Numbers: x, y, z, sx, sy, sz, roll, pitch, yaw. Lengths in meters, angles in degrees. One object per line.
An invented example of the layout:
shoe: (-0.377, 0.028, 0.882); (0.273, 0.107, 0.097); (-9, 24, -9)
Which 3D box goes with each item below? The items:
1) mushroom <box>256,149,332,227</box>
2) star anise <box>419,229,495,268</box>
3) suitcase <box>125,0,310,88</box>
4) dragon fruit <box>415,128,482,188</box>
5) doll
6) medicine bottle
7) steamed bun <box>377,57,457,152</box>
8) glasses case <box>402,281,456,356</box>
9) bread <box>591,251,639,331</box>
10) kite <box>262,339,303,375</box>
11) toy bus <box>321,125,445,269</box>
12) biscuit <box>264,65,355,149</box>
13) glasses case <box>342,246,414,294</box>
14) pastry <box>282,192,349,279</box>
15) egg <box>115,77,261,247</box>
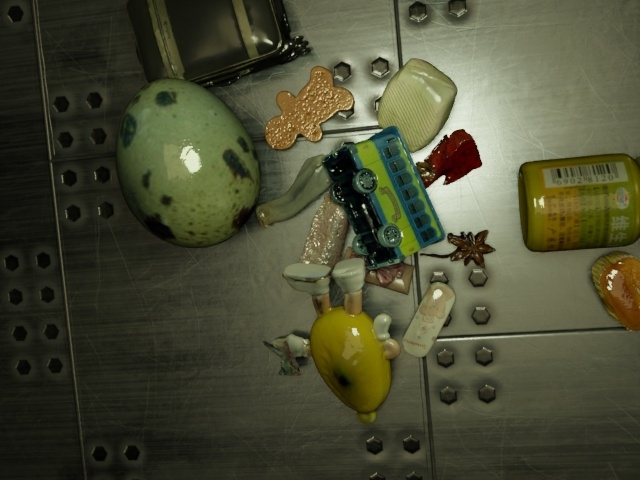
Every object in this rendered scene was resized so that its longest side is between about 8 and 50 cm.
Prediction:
mushroom: (-0.055, -0.130, 1.885); (0.278, 0.099, 0.096); (-43, 81, 13)
star anise: (0.348, 0.024, 1.836); (0.191, 0.070, 0.097); (-3, 97, -10)
suitcase: (-0.269, -0.535, 1.840); (0.434, 0.194, 0.283); (-15, 91, 12)
dragon fruit: (0.311, -0.200, 1.843); (0.192, 0.122, 0.092); (-41, 48, 13)
doll: (0.042, 0.238, 1.841); (0.348, 0.161, 0.423); (25, 122, 20)
medicine bottle: (0.671, -0.094, 1.700); (0.385, 0.224, 0.224); (-6, 93, 9)
steamed bun: (0.246, -0.341, 1.764); (0.170, 0.238, 0.152); (40, 59, 7)
glasses case: (0.280, 0.205, 1.873); (0.081, 0.051, 0.204); (25, 98, 5)
bread: (0.753, 0.124, 1.764); (0.132, 0.114, 0.190); (-32, 94, 8)
kite: (-0.101, 0.314, 1.934); (0.157, 0.011, 0.139); (33, 131, 30)
toy bus: (0.152, -0.102, 1.784); (0.190, 0.152, 0.312); (-26, 93, -29)
biscuit: (-0.042, -0.334, 1.896); (0.250, 0.036, 0.165); (-42, 86, 6)
glasses case: (0.149, 0.068, 1.876); (0.194, 0.070, 0.102); (17, 95, 8)
pastry: (0.009, 0.009, 1.878); (0.112, 0.103, 0.265); (34, 105, 23)
egg: (-0.330, -0.186, 1.785); (0.345, 0.345, 0.427); (-17, 116, 10)
